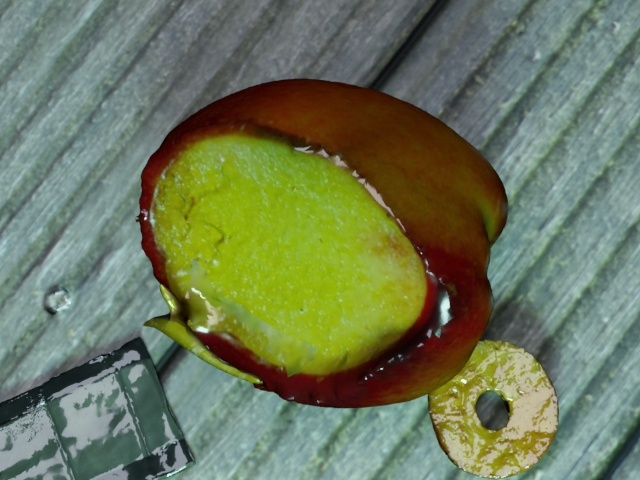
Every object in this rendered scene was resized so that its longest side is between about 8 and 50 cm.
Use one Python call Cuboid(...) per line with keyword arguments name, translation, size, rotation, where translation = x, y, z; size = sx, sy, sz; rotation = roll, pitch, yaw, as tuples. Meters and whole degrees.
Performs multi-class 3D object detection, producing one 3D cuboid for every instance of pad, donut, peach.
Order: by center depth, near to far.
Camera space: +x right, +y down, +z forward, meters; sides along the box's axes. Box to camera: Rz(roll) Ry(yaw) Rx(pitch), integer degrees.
Cuboid(name="peach", translation=(0.021, 0.000, 1.779), size=(0.405, 0.310, 0.335), rotation=(16, 110, 28))
Cuboid(name="donut", translation=(0.189, 0.186, 1.820), size=(0.151, 0.058, 0.152), rotation=(-3, 73, 9))
Cuboid(name="pad", translation=(-0.277, 0.233, 1.909), size=(0.233, 0.022, 0.174), rotation=(-26, 69, 0))
